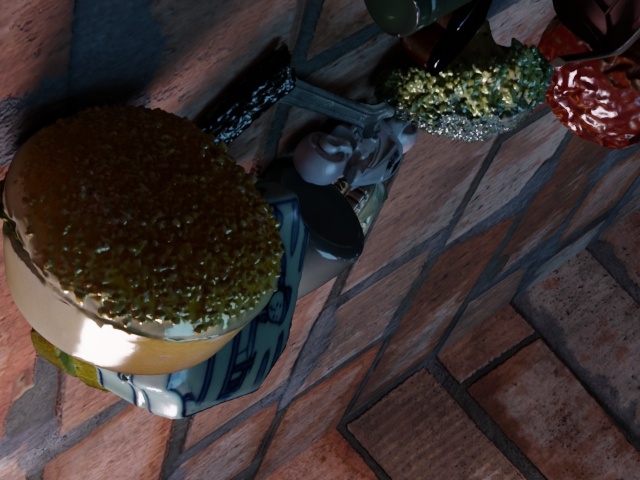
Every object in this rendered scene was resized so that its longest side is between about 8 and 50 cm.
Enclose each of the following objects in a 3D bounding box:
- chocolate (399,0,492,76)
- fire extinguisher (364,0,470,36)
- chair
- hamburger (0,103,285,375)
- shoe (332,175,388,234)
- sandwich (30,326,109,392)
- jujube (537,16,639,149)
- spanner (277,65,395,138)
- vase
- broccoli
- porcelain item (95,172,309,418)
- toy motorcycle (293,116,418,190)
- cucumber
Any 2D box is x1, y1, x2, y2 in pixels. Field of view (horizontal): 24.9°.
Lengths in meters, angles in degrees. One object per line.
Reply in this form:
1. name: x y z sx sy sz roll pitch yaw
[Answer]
1. chocolate: 0.165 -0.299 1.872 0.125 0.080 0.149 -38 161 -56
2. fire extinguisher: 0.200 -0.350 1.761 0.311 0.114 0.095 -34 128 -29
3. chair: 0.403 -0.356 2.013 0.326 0.183 0.175 -9 143 -49
4. hamburger: -0.182 -0.006 1.458 0.302 0.302 0.170 -26 151 -42
5. shoe: -0.001 -0.002 2.195 0.293 0.109 0.149 -49 157 12
6. sandwich: -0.284 0.106 1.876 0.160 0.109 0.185 -61 170 -18
7. jujube: 0.459 -0.267 2.350 0.213 0.232 0.213 -36 167 -9
8. spanner: 0.007 -0.177 1.849 0.071 0.017 0.302 -46 153 21
9. vase: -0.101 0.052 2.042 0.321 0.173 0.173 -44 165 27
10. broccoli: 0.197 -0.221 1.997 0.176 0.226 0.198 -63 -176 9
11. porcelain item: -0.145 0.060 1.773 0.286 0.157 0.281 -10 117 -59
12. toy motorcycle: 0.061 -0.125 2.028 0.254 0.112 0.112 -23 156 -50
13. cucumber: -0.094 -0.157 1.701 0.181 0.053 0.053 -42 164 9
